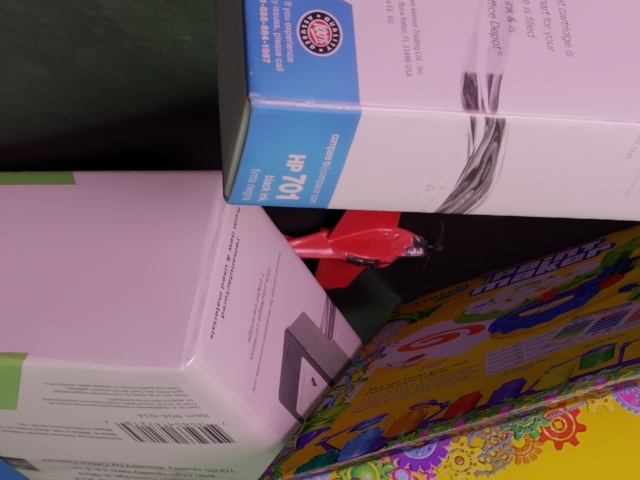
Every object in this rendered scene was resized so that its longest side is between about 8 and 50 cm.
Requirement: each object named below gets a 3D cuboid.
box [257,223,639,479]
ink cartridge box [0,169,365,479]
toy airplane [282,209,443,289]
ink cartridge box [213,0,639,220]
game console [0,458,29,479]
[{"bbox_3d":[0.163,0.113,0.864,0.290,0.177,0.279,-19,-169,25],"label":"box"},{"bbox_3d":[-0.098,0.072,0.922,0.198,0.115,0.273,0,153,21],"label":"ink cartridge box"},{"bbox_3d":[0.000,0.000,0.930,0.151,0.028,0.151,-3,151,-2],"label":"toy airplane"},{"bbox_3d":[0.055,-0.087,0.677,0.190,0.140,0.082,3,148,-12],"label":"ink cartridge box"},{"bbox_3d":[-0.283,0.148,1.154,0.293,0.173,0.250,-9,180,10],"label":"game console"}]
